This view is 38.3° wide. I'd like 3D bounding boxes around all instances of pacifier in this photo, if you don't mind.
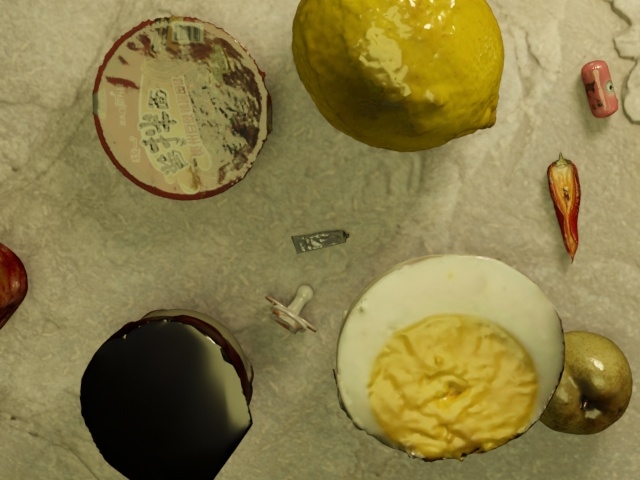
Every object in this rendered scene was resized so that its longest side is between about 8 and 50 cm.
[{"bbox_3d":[-0.038,0.105,1.474,0.099,0.081,0.078,36,79,-4],"label":"pacifier"}]

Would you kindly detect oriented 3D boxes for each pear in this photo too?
[{"bbox_3d":[0.393,0.220,1.412,0.167,0.136,0.167,-1,122,-1],"label":"pear"}]

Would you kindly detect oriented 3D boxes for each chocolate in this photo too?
[{"bbox_3d":[-0.222,0.233,1.471,0.283,0.186,0.284,2,99,13],"label":"chocolate"}]

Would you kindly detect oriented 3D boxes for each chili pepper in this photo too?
[{"bbox_3d":[0.374,-0.050,1.393,0.045,0.027,0.178,-9,104,14],"label":"chili pepper"}]

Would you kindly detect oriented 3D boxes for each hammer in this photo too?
[{"bbox_3d":[0.405,-0.219,1.333,0.043,0.043,0.083,-17,102,12],"label":"hammer"}]

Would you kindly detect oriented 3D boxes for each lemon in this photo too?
[{"bbox_3d":[0.109,-0.253,1.247,0.268,0.268,0.322,-36,105,15],"label":"lemon"}]

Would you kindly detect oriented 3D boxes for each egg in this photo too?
[{"bbox_3d":[0.184,0.156,1.388,0.337,0.201,0.337,0,102,2],"label":"egg"}]

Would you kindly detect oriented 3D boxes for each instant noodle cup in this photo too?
[{"bbox_3d":[-0.201,-0.202,1.389,0.274,0.091,0.274,2,106,6],"label":"instant noodle cup"}]

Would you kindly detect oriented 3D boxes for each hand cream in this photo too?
[{"bbox_3d":[0.000,0.000,1.461,0.093,0.019,0.030,-12,103,13],"label":"hand cream"}]

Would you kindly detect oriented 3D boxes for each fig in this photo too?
[{"bbox_3d":[-0.582,0.056,1.488,0.207,0.175,0.175,45,107,14],"label":"fig"}]
